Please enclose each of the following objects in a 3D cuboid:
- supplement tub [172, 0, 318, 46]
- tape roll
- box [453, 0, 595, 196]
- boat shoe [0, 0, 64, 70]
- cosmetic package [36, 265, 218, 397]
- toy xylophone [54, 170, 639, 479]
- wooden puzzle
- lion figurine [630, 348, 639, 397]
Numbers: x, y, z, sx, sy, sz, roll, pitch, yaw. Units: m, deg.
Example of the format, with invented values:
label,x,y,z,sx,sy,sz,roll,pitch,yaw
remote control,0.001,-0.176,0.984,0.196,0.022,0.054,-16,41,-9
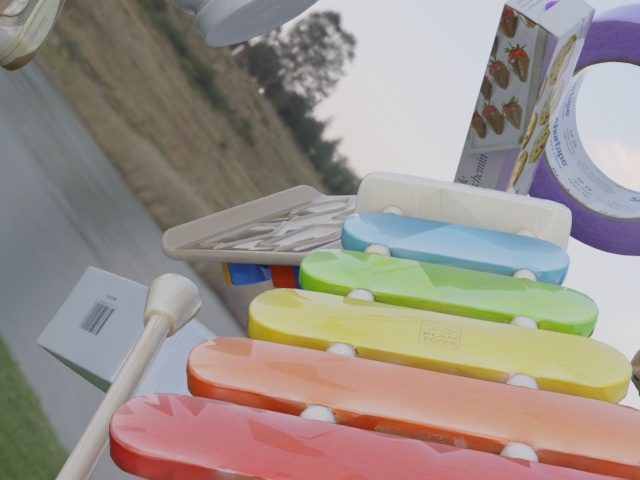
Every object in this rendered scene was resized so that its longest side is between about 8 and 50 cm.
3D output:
label,x,y,z,sx,sy,sz,roll,pitch,yaw
supplement tub,-0.088,-0.287,0.934,0.144,0.144,0.200,112,-47,-86
tape roll,0.354,-0.124,1.211,0.274,0.090,0.275,19,-58,34
box,0.188,-0.107,1.062,0.063,0.067,0.324,39,-34,23
boat shoe,-0.373,-0.395,1.411,0.110,0.341,0.121,33,-24,-36
cosmetic package,-0.228,0.168,1.464,0.224,0.138,0.224,13,-24,51
toy xylophone,0.016,0.060,0.448,0.323,0.236,0.081,-83,180,-66
wooden puzzle,0.000,0.000,1.507,0.347,0.322,0.081,8,-69,45
lion figurine,0.256,0.244,0.810,0.240,0.142,0.392,51,-42,38
